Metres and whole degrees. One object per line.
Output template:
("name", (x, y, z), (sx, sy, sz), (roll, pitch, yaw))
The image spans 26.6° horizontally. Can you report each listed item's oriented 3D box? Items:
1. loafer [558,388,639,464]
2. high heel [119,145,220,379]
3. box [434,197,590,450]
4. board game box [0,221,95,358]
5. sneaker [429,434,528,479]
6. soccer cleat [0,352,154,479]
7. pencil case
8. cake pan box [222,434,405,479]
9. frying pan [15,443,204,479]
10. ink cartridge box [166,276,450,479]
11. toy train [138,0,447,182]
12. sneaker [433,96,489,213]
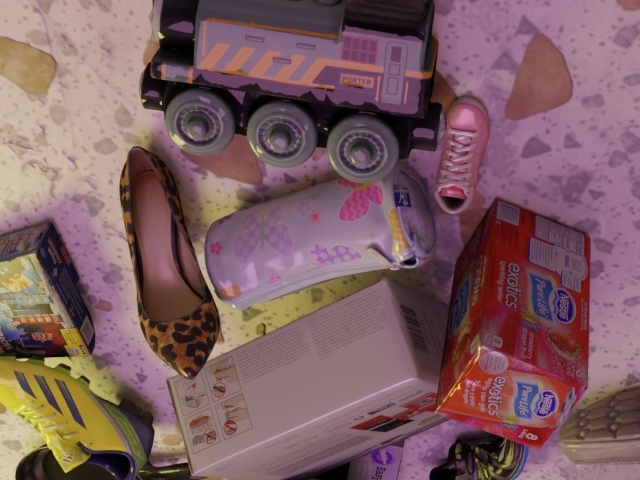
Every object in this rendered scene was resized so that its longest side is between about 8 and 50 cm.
("loafer", (0.461, 0.244, 1.693), (0.320, 0.112, 0.111), (-10, 119, 20))
("high heel", (-0.184, 0.022, 1.549), (0.093, 0.261, 0.186), (-16, 131, -1))
("box", (0.219, 0.090, 1.515), (0.128, 0.256, 0.122), (21, 130, -6))
("board game box", (-0.411, 0.070, 1.769), (0.194, 0.060, 0.194), (-3, 132, 18))
("sneaker", (0.214, 0.297, 1.822), (0.078, 0.067, 0.188), (28, 134, -20))
("soccer cleat", (-0.347, 0.244, 1.829), (0.289, 0.121, 0.093), (33, 150, -32))
("pencil case", (0.000, 0.000, 1.576), (0.273, 0.124, 0.113), (-14, 162, 25))
("cake pan box", (-0.013, 0.323, 1.898), (0.246, 0.070, 0.266), (10, 131, 1))
("frying pan", (-0.312, 0.331, 1.980), (0.197, 0.053, 0.326), (40, 125, -21))
("ink cartridge box", (0.019, 0.185, 1.665), (0.309, 0.130, 0.272), (-26, 158, 19))
("toy train", (-0.027, -0.181, 1.427), (0.334, 0.142, 0.190), (10, 120, 7))
("sneaker", (0.156, -0.088, 1.501), (0.051, 0.070, 0.134), (10, 131, 6))
